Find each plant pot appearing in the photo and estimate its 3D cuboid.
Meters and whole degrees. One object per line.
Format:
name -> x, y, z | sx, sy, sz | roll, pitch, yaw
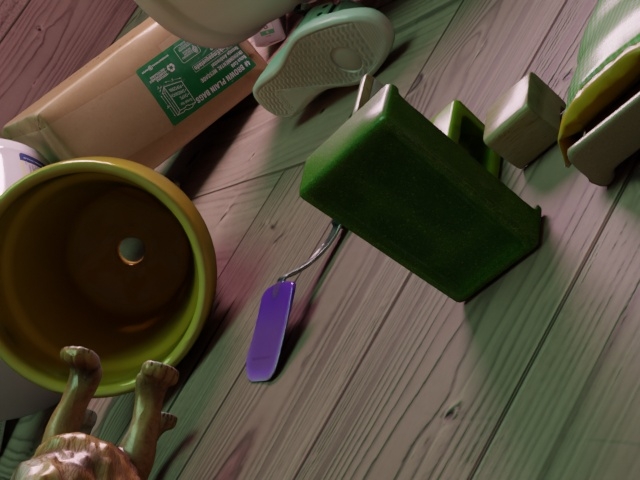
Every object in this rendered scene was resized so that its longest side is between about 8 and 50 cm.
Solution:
plant pot -> -0.232, 0.026, 1.574 | 0.254, 0.254, 0.239 | -51, 2, 9

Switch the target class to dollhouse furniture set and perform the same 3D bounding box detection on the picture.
dollhouse furniture set -> 0.148, -0.131, 0.998 | 0.301, 0.151, 0.197 | -41, 21, 35

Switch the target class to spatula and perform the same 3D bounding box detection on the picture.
spatula -> 0.000, 0.000, 1.338 | 0.296, 0.030, 0.084 | -60, 16, -20

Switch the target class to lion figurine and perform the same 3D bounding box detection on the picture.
lion figurine -> -0.210, 0.238, 1.241 | 0.392, 0.142, 0.240 | 90, -167, -68

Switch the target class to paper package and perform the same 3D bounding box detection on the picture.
paper package -> -0.272, -0.198, 2.064 | 0.325, 0.168, 0.309 | -40, 14, -17

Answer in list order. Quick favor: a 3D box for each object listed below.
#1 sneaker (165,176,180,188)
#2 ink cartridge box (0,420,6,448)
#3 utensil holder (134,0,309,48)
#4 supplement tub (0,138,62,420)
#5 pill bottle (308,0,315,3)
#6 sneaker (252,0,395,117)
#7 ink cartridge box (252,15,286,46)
sneaker -> -0.245, -0.064, 2.031 | 0.068, 0.071, 0.170 | -51, 17, 9
ink cartridge box -> -0.523, 0.238, 2.066 | 0.158, 0.092, 0.218 | -39, 38, 38
utensil holder -> -0.042, -0.453, 1.723 | 0.385, 0.327, 0.327 | -20, 35, 38
supplement tub -> -0.439, 0.051, 1.882 | 0.235, 0.235, 0.325 | -43, 49, 31
pill bottle -> -0.026, -0.414, 2.054 | 0.117, 0.117, 0.208 | -47, 18, 20
sneaker -> 0.021, -0.248, 1.655 | 0.256, 0.094, 0.151 | -23, 32, 57
ink cartridge box -> -0.107, -0.423, 2.128 | 0.056, 0.225, 0.181 | -17, 25, 7
